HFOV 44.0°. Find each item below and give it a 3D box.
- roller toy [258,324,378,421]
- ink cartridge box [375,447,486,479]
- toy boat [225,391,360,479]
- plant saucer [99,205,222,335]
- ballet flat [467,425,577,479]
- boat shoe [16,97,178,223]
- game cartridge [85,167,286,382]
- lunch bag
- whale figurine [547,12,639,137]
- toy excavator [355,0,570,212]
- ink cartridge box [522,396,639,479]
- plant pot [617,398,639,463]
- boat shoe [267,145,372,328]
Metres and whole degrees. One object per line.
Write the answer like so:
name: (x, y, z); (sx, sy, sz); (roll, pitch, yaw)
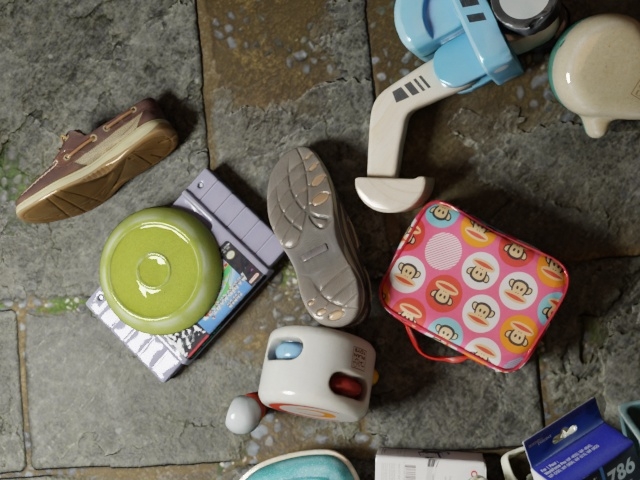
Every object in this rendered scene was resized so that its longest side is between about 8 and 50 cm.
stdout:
roller toy: (-0.001, 0.226, 1.373); (0.209, 0.191, 0.146); (9, 71, 4)
ink cartridge box: (0.192, 0.445, 1.395); (0.190, 0.082, 0.140); (1, 88, 8)
toy boat: (-0.080, 0.420, 1.408); (0.267, 0.148, 0.318); (-25, 84, 8)
plant saucer: (-0.302, 0.055, 1.459); (0.240, 0.037, 0.241); (0, 87, 9)
ballet flat: (0.313, 0.425, 1.301); (0.408, 0.147, 0.147); (-22, 83, -24)
boat shoe: (-0.439, -0.156, 1.514); (0.342, 0.123, 0.123); (-32, 69, 7)
game cartridge: (-0.249, 0.068, 1.497); (0.230, 0.068, 0.355); (43, 95, 13)
lunch bag: (0.255, 0.096, 1.379); (0.293, 0.120, 0.258); (30, 93, 9)
whale figurine: (0.517, -0.276, 1.361); (0.271, 0.141, 0.216); (24, 104, -13)
toy excavator: (0.213, -0.314, 1.383); (0.445, 0.222, 0.433); (-24, 84, 21)
ink cartridge box: (0.436, 0.430, 1.234); (0.165, 0.065, 0.333); (-24, 100, -23)
plant pot: (0.637, 0.404, 1.240); (0.247, 0.248, 0.252); (-11, 112, 2)
boat shoe: (0.000, 0.000, 1.425); (0.132, 0.130, 0.356); (-21, 66, 16)
